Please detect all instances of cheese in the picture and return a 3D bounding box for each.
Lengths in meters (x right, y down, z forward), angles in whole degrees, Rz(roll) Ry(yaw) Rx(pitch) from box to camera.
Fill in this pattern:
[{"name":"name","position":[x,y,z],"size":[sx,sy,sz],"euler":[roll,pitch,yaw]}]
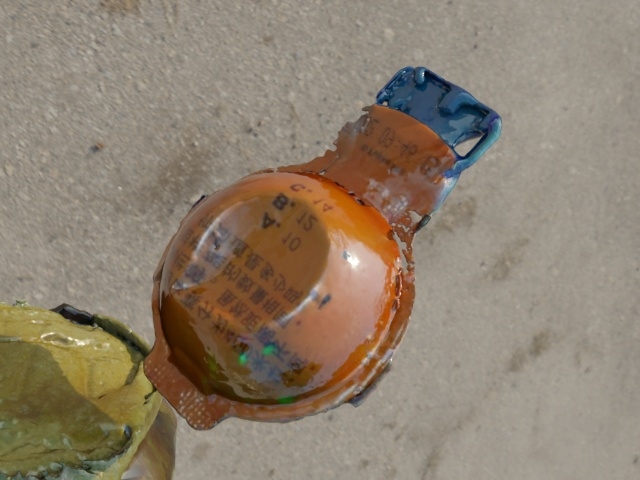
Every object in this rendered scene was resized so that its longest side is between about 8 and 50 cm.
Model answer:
[{"name":"cheese","position":[0.000,0.000,0.588],"size":[0.329,0.217,0.129],"euler":[-48,153,-9]}]

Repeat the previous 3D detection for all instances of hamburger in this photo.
[{"name":"hamburger","position":[-0.266,0.161,0.689],"size":[0.285,0.265,0.134],"euler":[16,117,-13]}]
